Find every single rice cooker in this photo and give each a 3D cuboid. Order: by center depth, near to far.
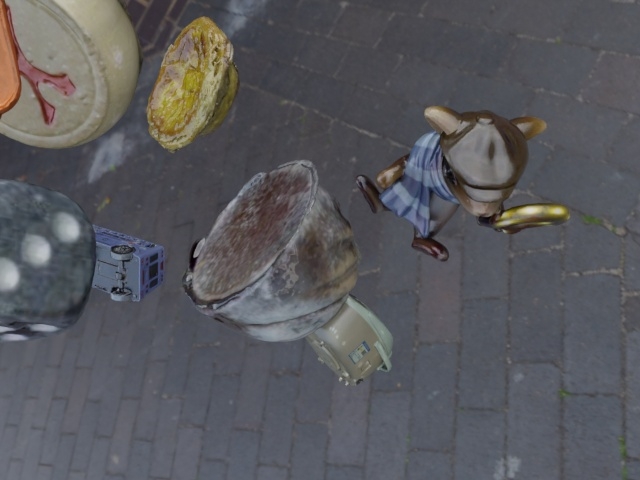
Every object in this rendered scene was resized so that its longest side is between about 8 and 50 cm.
[{"bbox_3d":[0.048,0.176,1.325,0.127,0.206,0.145,-41,35,-19],"label":"rice cooker"}]

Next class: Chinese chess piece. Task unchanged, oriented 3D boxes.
[{"bbox_3d":[-0.474,-0.319,1.216,0.338,0.338,0.140,-31,27,33],"label":"Chinese chess piece"}]

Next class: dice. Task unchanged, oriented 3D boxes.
[{"bbox_3d":[-0.417,0.031,0.946,0.182,0.183,0.182,-19,66,36],"label":"dice"}]

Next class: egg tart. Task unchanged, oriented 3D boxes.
[{"bbox_3d":[-0.293,-0.360,1.726,0.341,0.129,0.341,-26,55,43],"label":"egg tart"}]

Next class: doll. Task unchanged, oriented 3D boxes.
[{"bbox_3d":[0.245,-0.092,1.280,0.340,0.318,0.209,131,153,-64],"label":"doll"}]

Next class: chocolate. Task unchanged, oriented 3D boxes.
[{"bbox_3d":[-0.053,0.042,1.196,0.303,0.213,0.303,-34,31,24],"label":"chocolate"}]

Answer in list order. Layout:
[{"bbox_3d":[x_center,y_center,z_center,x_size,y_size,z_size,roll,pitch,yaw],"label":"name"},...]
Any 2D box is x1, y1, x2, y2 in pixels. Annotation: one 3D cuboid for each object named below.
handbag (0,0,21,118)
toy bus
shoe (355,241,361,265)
[{"bbox_3d":[-0.604,-0.265,0.871,0.116,0.410,0.303,-13,88,52],"label":"handbag"},{"bbox_3d":[-0.513,0.038,1.680,0.292,0.133,0.125,15,114,21],"label":"toy bus"},{"bbox_3d":[0.000,0.000,1.660,0.125,0.099,0.227,-45,54,22],"label":"shoe"}]
